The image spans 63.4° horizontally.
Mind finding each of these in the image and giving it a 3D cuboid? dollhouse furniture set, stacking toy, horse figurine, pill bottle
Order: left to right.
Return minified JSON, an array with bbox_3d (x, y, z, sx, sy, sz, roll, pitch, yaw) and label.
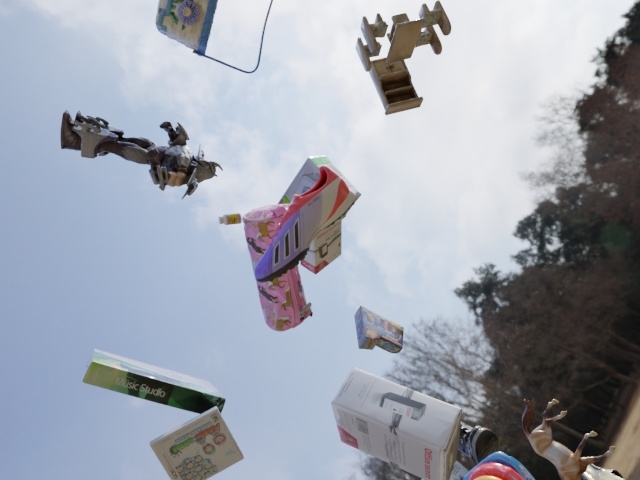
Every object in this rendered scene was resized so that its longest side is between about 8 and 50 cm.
[{"bbox_3d":[-0.349,-0.082,1.999,0.083,0.043,0.043,-7,-59,-20],"label":"pill bottle"},{"bbox_3d":[0.220,-0.477,1.382,0.212,0.160,0.242,-16,-17,-10],"label":"dollhouse furniture set"},{"bbox_3d":[0.342,0.596,1.105,0.302,0.175,0.165,-3,-44,-47],"label":"stacking toy"},{"bbox_3d":[0.639,0.545,1.381,0.066,0.263,0.174,17,-72,-52],"label":"horse figurine"}]

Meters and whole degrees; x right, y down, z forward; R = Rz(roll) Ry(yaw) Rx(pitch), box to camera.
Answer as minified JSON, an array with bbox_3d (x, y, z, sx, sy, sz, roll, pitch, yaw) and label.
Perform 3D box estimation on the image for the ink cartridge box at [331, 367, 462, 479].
[{"bbox_3d":[0.143,0.346,0.963,0.092,0.218,0.158,-52,-34,-36],"label":"ink cartridge box"}]

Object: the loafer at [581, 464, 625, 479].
[{"bbox_3d":[0.810,0.690,1.458,0.092,0.101,0.268,-30,-7,5],"label":"loafer"}]

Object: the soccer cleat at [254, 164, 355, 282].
[{"bbox_3d":[-0.056,-0.038,1.211,0.318,0.109,0.116,-46,-67,-14],"label":"soccer cleat"}]

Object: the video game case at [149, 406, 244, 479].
[{"bbox_3d":[-0.268,0.460,1.135,0.157,0.019,0.143,-26,-74,-10],"label":"video game case"}]

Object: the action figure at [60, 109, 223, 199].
[{"bbox_3d":[-0.324,-0.167,0.973,0.185,0.285,0.099,-100,27,-62],"label":"action figure"}]

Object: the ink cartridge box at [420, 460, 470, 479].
[{"bbox_3d":[0.356,0.678,1.360,0.128,0.176,0.127,-39,-33,-26],"label":"ink cartridge box"}]

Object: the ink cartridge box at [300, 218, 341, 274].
[{"bbox_3d":[0.000,0.000,1.398,0.109,0.063,0.150,-37,-36,-29],"label":"ink cartridge box"}]

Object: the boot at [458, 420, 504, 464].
[{"bbox_3d":[0.387,0.525,1.390,0.085,0.179,0.236,-49,-45,-14],"label":"boot"}]

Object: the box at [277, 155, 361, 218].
[{"bbox_3d":[-0.006,-0.163,2.059,0.127,0.231,0.262,-17,-28,-51],"label":"box"}]

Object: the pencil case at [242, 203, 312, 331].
[{"bbox_3d":[-0.130,0.078,1.582,0.160,0.167,0.385,-60,-40,-69],"label":"pencil case"}]

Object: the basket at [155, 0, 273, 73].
[{"bbox_3d":[-0.282,-0.605,1.384,0.289,0.201,0.254,10,-79,-20],"label":"basket"}]

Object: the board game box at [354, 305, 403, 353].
[{"bbox_3d":[0.212,0.355,1.945,0.060,0.194,0.194,-62,0,26],"label":"board game box"}]

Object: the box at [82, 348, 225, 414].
[{"bbox_3d":[-0.414,0.351,1.285,0.322,0.232,0.058,21,-102,-20],"label":"box"}]
